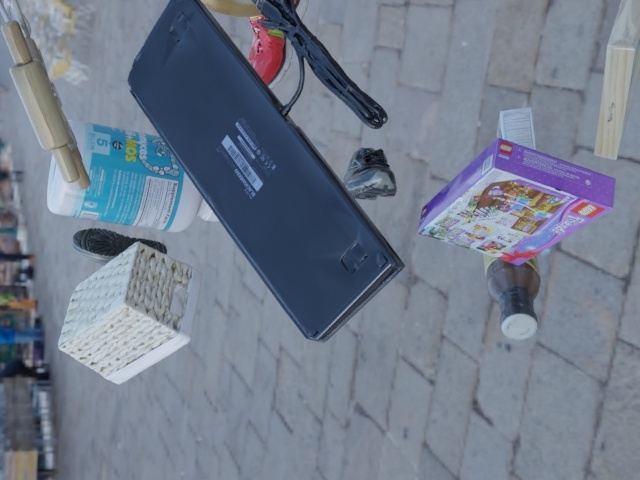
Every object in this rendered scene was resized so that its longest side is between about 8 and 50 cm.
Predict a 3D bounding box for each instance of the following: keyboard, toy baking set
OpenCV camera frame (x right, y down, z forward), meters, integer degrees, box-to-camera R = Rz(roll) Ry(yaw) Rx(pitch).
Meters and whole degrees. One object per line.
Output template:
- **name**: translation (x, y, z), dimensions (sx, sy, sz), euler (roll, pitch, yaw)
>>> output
- **keyboard**: translation (-0.036, -0.091, 0.730), dimensions (0.317, 0.033, 0.201), euler (53, 125, 16)
- **toy baking set**: translation (-0.297, -0.175, 0.900), dimensions (0.197, 0.030, 0.256), euler (-129, 20, -57)

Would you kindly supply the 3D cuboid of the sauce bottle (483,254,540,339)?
- **sauce bottle**: translation (0.392, 0.063, 1.803), dimensions (0.344, 0.111, 0.111), euler (-83, 11, -51)

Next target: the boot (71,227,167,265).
- **boot**: translation (-0.393, 0.083, 1.680), dimensions (0.076, 0.189, 0.208), euler (-90, 21, -46)

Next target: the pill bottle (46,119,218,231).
- **pill bottle**: translation (-0.278, -0.093, 1.364), dimensions (0.146, 0.264, 0.146), euler (-171, 90, -67)

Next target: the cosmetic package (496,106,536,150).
- **cosmetic package**: translation (0.363, -0.179, 1.642), dimensions (0.239, 0.060, 0.099), euler (9, -103, -80)

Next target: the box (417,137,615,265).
- **box**: translation (0.306, -0.053, 1.427), dimensions (0.293, 0.201, 0.057), euler (132, 153, -64)

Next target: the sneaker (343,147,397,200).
- **sneaker**: translation (0.092, -0.139, 1.770), dimensions (0.267, 0.101, 0.106), euler (-174, 91, -80)

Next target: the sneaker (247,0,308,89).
- **sneaker**: translation (-0.121, -0.446, 1.877), dimensions (0.107, 0.118, 0.279), euler (4, 72, 36)

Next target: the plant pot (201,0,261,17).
- **plant pot**: translation (-0.138, -0.448, 1.331), dimensions (0.032, 0.236, 0.236), euler (-39, 51, 57)

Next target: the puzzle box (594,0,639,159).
- **puzzle box**: translation (0.615, -0.376, 1.754), dimensions (0.409, 0.052, 0.272), euler (63, -133, -63)

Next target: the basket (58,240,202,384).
- **basket**: translation (-0.245, 0.093, 1.124), dimensions (0.167, 0.103, 0.113), euler (-33, 38, 36)
